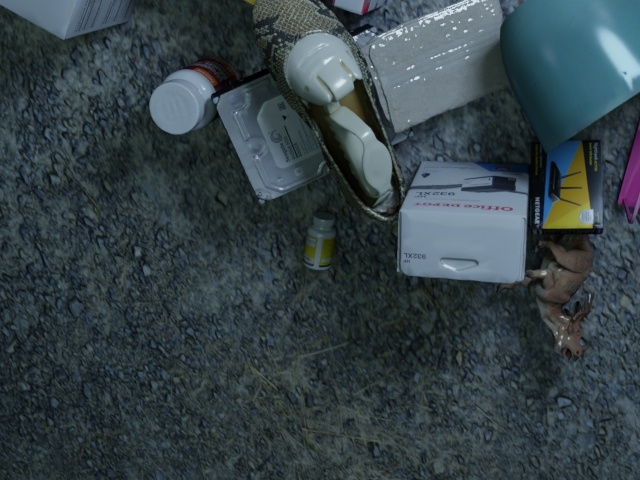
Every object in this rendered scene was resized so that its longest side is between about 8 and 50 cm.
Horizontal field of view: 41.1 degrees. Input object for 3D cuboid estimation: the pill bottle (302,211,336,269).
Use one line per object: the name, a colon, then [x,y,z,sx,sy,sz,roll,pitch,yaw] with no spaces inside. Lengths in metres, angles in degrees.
pill bottle: [0.000,0.000,1.838,0.065,0.065,0.116,14,115,9]

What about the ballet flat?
ballet flat: [0.043,-0.229,1.522,0.164,0.182,0.483,-31,120,-2]

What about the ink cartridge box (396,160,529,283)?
ink cartridge box: [0.277,-0.046,1.609,0.223,0.307,0.129,4,113,13]

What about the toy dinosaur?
toy dinosaur: [0.491,0.071,1.711,0.200,0.127,0.295,22,100,-6]

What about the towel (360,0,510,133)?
towel: [0.225,-0.333,1.606,0.282,0.049,0.187,-22,107,-2]

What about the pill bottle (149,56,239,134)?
pill bottle: [-0.249,-0.287,1.699,0.121,0.221,0.121,5,113,13]

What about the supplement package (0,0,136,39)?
supplement package: [-0.479,-0.534,1.637,0.199,0.262,0.198,29,116,3]

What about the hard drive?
hard drive: [-0.012,-0.243,1.654,0.339,0.064,0.237,-23,114,-2]

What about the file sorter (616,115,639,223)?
file sorter: [0.713,-0.107,1.537,0.291,0.182,0.202,12,114,10]

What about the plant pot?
plant pot: [0.451,-0.329,1.472,0.293,0.293,0.235,-35,86,24]

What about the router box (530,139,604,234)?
router box: [0.469,-0.101,1.628,0.133,0.046,0.179,0,73,15]

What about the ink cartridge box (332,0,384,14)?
ink cartridge box: [0.082,-0.484,1.571,0.063,0.150,0.109,19,115,11]

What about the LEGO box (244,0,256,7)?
LEGO box: [-0.173,-0.688,1.531,0.500,0.193,0.372,32,116,1]
